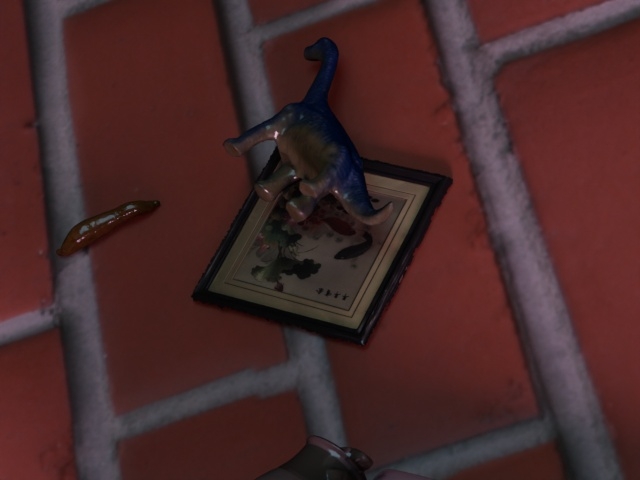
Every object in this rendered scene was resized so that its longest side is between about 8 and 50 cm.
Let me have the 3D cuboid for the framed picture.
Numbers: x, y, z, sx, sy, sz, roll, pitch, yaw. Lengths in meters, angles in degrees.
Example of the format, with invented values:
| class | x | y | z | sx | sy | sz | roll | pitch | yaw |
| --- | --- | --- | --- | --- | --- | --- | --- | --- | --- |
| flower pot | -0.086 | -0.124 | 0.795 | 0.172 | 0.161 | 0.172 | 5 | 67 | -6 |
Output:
| class | x | y | z | sx | sy | sz | roll | pitch | yaw |
| --- | --- | --- | --- | --- | --- | --- | --- | --- | --- |
| framed picture | 0.000 | 0.000 | 1.833 | 0.195 | 0.010 | 0.199 | 14 | 62 | 29 |

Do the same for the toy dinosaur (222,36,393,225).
| class | x | y | z | sx | sy | sz | roll | pitch | yaw |
| --- | --- | --- | --- | --- | --- | --- | --- | --- | --- |
| toy dinosaur | 0.024 | -0.103 | 1.852 | 0.248 | 0.075 | 0.188 | 26 | 60 | 40 |

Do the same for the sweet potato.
| class | x | y | z | sx | sy | sz | roll | pitch | yaw |
| --- | --- | --- | --- | --- | --- | --- | --- | --- | --- |
| sweet potato | -0.214 | -0.017 | 1.919 | 0.115 | 0.026 | 0.026 | -27 | 51 | 2 |

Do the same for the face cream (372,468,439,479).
| class | x | y | z | sx | sy | sz | roll | pitch | yaw |
| --- | --- | --- | --- | --- | --- | --- | --- | --- | --- |
| face cream | 0.149 | 0.261 | 1.548 | 0.269 | 0.073 | 0.107 | 13 | 53 | 30 |

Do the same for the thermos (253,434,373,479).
| class | x | y | z | sx | sy | sz | roll | pitch | yaw |
| --- | --- | --- | --- | --- | --- | --- | --- | --- | --- |
| thermos | -0.032 | 0.247 | 1.598 | 0.193 | 0.105 | 0.137 | -47 | 12 | -22 |
